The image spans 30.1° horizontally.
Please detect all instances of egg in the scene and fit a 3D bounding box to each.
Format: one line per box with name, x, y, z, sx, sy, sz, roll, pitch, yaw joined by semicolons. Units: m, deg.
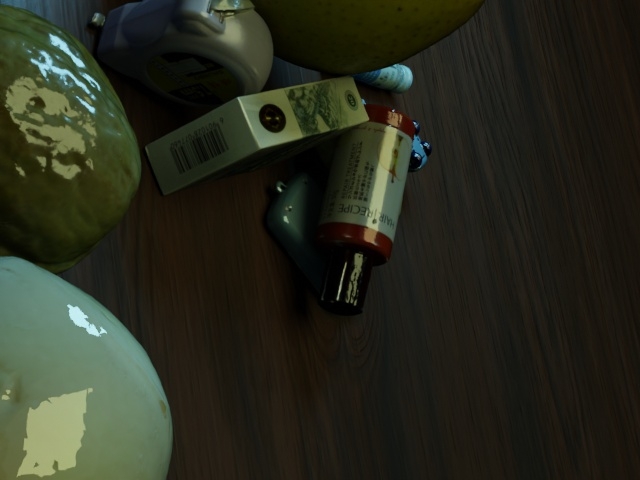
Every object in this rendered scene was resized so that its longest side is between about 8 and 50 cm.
egg;-0.277;0.185;0.976;0.283;0.283;0.345;51;51;-23

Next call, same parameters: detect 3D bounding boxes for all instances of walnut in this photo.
walnut;-0.302;-0.097;1.131;0.283;0.227;0.283;13;70;-39

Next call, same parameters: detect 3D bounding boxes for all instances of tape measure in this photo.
tape measure;-0.149;-0.237;1.439;0.178;0.196;0.105;38;54;-46

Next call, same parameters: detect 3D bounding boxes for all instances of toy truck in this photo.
toy truck;0.111;-0.164;1.839;0.136;0.074;0.063;62;36;-11

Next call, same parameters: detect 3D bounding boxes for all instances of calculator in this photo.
calculator;0.000;0.000;1.638;0.210;0.039;0.121;52;37;-21

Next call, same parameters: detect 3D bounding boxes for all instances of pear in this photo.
pear;0.027;-0.396;1.512;0.362;0.418;0.362;6;90;-79

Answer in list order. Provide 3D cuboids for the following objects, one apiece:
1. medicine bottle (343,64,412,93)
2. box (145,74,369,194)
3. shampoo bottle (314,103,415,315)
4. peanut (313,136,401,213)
medicine bottle;0.072;-0.271;1.864;0.191;0.051;0.051;11;64;-51
box;-0.075;-0.135;1.501;0.256;0.164;0.069;-22;90;-55
shampoo bottle;0.052;-0.036;1.583;0.104;0.104;0.278;29;65;-42
peanut;0.047;-0.122;1.717;0.229;0.098;0.103;65;-6;-6
